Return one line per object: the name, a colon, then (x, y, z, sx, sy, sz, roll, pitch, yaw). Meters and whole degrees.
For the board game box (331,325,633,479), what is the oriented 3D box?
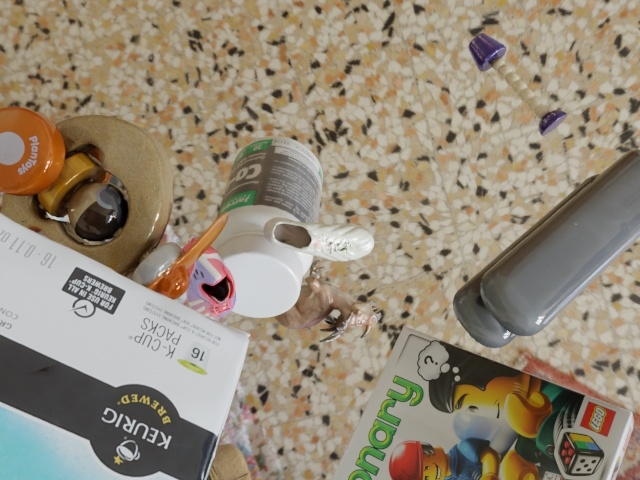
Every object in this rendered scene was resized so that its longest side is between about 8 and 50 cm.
board game box: (0.091, 0.238, 0.497, 0.192, 0.053, 0.305, 17, 73, 34)

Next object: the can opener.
can opener: (0.218, -0.008, 0.440, 0.283, 0.076, 0.095, -36, 83, -24)

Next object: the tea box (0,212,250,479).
tea box: (-0.262, 0.155, 0.368, 0.328, 0.324, 0.220, 28, 135, -13)

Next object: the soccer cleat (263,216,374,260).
soccer cleat: (0.000, 0.000, 1.102, 0.196, 0.076, 0.068, 8, 96, -11)

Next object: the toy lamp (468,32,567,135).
toy lamp: (0.440, -0.361, 1.472, 0.080, 0.080, 0.275, -39, 74, 12)

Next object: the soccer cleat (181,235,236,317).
soccer cleat: (-0.172, 0.082, 1.046, 0.083, 0.248, 0.095, -40, 66, -16)

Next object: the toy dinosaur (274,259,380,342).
toy dinosaur: (-0.027, 0.162, 1.539, 0.295, 0.127, 0.201, -13, 98, 27)

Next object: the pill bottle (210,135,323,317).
pill bottle: (-0.107, -0.034, 1.306, 0.204, 0.361, 0.204, 3, 131, 3)

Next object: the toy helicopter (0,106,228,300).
toy helicopter: (-0.240, 0.050, 0.663, 0.234, 0.140, 0.355, 15, 91, 4)

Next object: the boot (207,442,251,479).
boot: (-0.181, 0.516, 1.253, 0.089, 0.269, 0.236, -18, 74, 2)
